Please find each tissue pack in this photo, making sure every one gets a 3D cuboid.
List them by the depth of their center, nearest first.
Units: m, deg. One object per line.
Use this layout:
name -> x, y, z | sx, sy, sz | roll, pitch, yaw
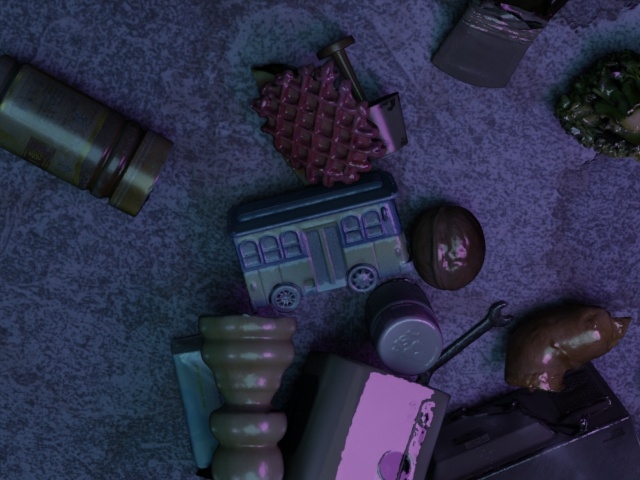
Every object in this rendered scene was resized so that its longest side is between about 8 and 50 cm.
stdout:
tissue pack -> -0.185, 0.311, 1.920 | 0.177, 0.089, 0.263 | -9, 112, -4

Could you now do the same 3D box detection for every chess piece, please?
chess piece -> -0.132, 0.298, 1.749 | 0.183, 0.182, 0.330 | 1, 83, -5

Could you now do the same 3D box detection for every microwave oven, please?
microwave oven -> 0.420, 0.487, 1.960 | 0.432, 0.236, 0.374 | -23, 111, 3

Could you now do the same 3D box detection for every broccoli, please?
broccoli -> 0.545, -0.239, 1.737 | 0.227, 0.176, 0.197 | -4, 107, -19

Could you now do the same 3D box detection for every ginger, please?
ginger -> 0.471, 0.200, 1.904 | 0.267, 0.138, 0.152 | -37, 67, 6

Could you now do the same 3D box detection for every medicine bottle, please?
medicine bottle -> -0.428, -0.180, 1.682 | 0.323, 0.151, 0.151 | 29, 105, -14
medicine bottle -> 0.156, 0.164, 1.852 | 0.135, 0.168, 0.135 | -2, 110, -4

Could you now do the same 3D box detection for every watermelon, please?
watermelon -> -0.038, -0.215, 1.758 | 0.119, 0.063, 0.245 | -15, 117, 22

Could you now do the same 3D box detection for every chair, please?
chair -> 0.325, -0.425, 1.674 | 0.160, 0.319, 0.186 | 14, 64, -11

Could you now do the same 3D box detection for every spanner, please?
spanner -> 0.279, 0.212, 1.963 | 0.254, 0.015, 0.054 | -39, 109, 9

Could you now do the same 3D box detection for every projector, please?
projector -> 0.071, 0.363, 1.833 | 0.249, 0.248, 0.249 | 21, 79, -13

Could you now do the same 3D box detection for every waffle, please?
waffle -> -0.002, -0.194, 1.684 | 0.221, 0.055, 0.234 | -17, 116, 38

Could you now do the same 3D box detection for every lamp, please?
lamp -> 0.075, -0.251, 1.721 | 0.121, 0.121, 0.214 | -26, 98, 5

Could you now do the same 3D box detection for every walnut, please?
walnut -> 0.237, 0.013, 1.823 | 0.140, 0.140, 0.162 | -15, 121, 1

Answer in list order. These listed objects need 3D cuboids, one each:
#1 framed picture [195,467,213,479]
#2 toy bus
framed picture -> -0.065, 0.503, 1.941 | 0.339, 0.255, 0.014 | 20, 69, -11
toy bus -> 0.000, 0.000, 1.787 | 0.313, 0.152, 0.190 | -14, 111, 1
